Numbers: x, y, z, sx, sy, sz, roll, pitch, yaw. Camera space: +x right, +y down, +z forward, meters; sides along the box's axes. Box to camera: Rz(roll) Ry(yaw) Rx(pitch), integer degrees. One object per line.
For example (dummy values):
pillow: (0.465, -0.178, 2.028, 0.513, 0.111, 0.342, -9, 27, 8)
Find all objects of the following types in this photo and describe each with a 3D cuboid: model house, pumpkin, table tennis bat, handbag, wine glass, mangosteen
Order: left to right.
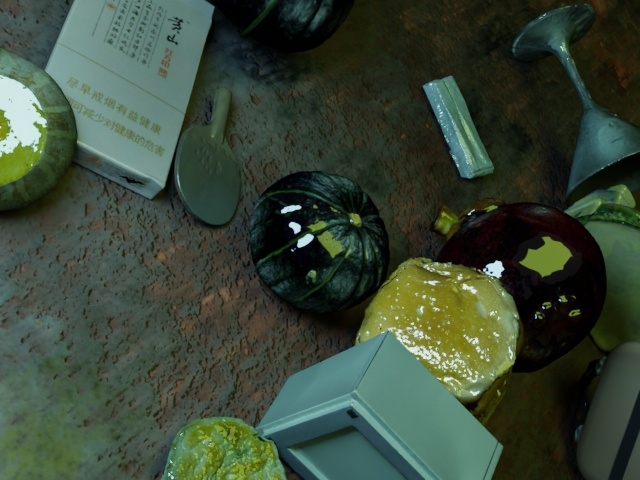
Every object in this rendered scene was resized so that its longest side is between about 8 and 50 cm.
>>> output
pumpkin: (-0.388, -0.142, 0.951, 0.217, 0.110, 0.217, 4, 80, -25)
table tennis bat: (-0.160, -0.130, 1.216, 0.131, 0.022, 0.234, 38, 48, -42)
pumpkin: (-0.057, -0.462, 1.313, 0.296, 0.296, 0.295, 20, 56, -32)
pumpkin: (0.000, 0.000, 1.205, 0.221, 0.162, 0.220, 25, 52, -35)
mangosteen: (0.316, 0.075, 1.366, 0.297, 0.293, 0.297, -2, 95, -23)
wine glass: (0.593, -0.306, 1.821, 0.267, 0.267, 0.406, -3, 65, -41)
model house: (0.637, 0.026, 1.672, 0.321, 0.261, 0.266, 55, 42, -11)
handbag: (0.572, 0.320, 1.464, 0.149, 0.283, 0.301, 8, 101, -37)

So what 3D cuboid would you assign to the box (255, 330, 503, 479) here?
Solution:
box: (0.070, 0.266, 1.076, 0.225, 0.225, 0.117, 46, 47, -10)

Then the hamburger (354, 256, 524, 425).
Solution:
hamburger: (0.166, 0.158, 1.175, 0.163, 0.245, 0.244, 72, 18, -59)

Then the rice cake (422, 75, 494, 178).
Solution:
rice cake: (0.277, -0.229, 1.648, 0.085, 0.040, 0.226, -12, 77, -43)

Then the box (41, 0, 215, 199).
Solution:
box: (-0.279, -0.256, 1.176, 0.205, 0.051, 0.365, 28, 53, -27)

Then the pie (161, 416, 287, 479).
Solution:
pie: (-0.119, 0.310, 1.020, 0.187, 0.041, 0.186, 19, 57, -32)
